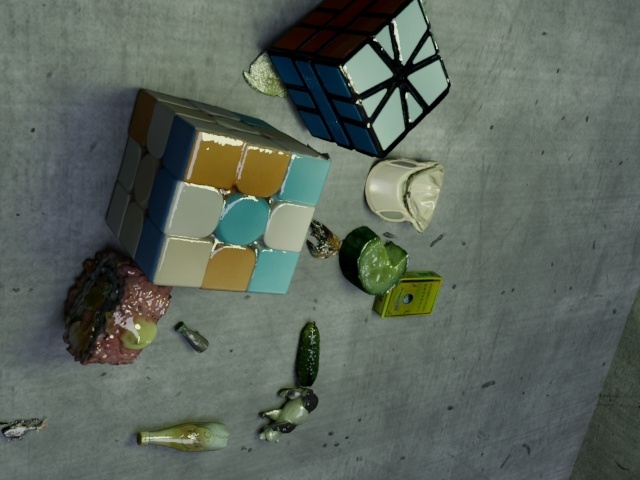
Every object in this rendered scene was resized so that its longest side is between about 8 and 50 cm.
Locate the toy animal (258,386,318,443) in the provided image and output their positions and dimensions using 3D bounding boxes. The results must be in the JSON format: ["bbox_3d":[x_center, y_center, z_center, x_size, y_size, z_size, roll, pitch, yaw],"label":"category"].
[{"bbox_3d":[-0.104,0.544,2.147,0.225,0.094,0.121,-47,139,-6],"label":"toy animal"}]

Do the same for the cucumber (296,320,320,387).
[{"bbox_3d":[-0.034,0.348,2.107,0.069,0.069,0.228,-7,113,-31],"label":"cucumber"}]

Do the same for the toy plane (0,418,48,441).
[{"bbox_3d":[-0.743,0.470,1.715,0.120,0.031,0.049,5,102,-33],"label":"toy plane"}]

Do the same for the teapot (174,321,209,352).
[{"bbox_3d":[-0.350,0.259,1.862,0.043,0.043,0.111,-44,127,-7],"label":"teapot"}]

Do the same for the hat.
[{"bbox_3d":[0.245,-0.152,2.031,0.225,0.164,0.220,16,109,3],"label":"hat"}]

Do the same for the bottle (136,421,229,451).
[{"bbox_3d":[-0.392,0.560,1.963,0.269,0.083,0.083,12,106,-36],"label":"bottle"}]

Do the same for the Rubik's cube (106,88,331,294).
[{"bbox_3d":[-0.240,-0.106,1.549,0.346,0.347,0.345,9,107,-36],"label":"Rubik's cube"}]

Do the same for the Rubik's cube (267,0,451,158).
[{"bbox_3d":[0.100,-0.407,1.647,0.293,0.283,0.289,-45,130,-15],"label":"Rubik's cube"}]

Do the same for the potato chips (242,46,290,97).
[{"bbox_3d":[-0.091,-0.417,1.699,0.209,0.026,0.142,-24,128,-19],"label":"potato chips"}]

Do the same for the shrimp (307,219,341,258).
[{"bbox_3d":[0.000,0.000,1.967,0.091,0.034,0.161,-46,131,-4],"label":"shrimp"}]

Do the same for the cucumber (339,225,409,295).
[{"bbox_3d":[0.148,0.063,2.049,0.191,0.130,0.191,-11,112,-29],"label":"cucumber"}]

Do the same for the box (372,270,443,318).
[{"bbox_3d":[0.283,0.174,2.229,0.219,0.064,0.141,2,113,-33],"label":"box"}]

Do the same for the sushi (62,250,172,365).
[{"bbox_3d":[-0.472,0.173,1.617,0.170,0.236,0.270,28,92,-48],"label":"sushi"}]
